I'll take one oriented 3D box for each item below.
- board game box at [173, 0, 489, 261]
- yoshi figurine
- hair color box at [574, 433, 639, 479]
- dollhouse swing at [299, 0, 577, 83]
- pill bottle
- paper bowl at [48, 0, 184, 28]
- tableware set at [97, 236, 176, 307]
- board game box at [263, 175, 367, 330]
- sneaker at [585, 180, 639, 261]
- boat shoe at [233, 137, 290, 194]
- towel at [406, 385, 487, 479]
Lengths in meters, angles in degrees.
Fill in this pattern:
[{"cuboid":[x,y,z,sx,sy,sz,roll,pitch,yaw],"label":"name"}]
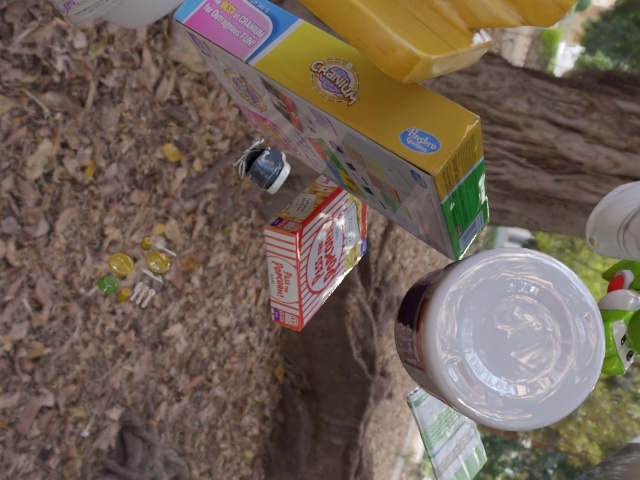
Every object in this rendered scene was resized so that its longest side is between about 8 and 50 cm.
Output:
[{"cuboid":[0.022,-0.119,0.687,0.064,0.316,0.242,-52,157,-6],"label":"board game box"},{"cuboid":[0.589,0.103,1.111,0.362,0.203,0.203,-39,163,-34],"label":"yoshi figurine"},{"cuboid":[0.414,0.315,0.571,0.185,0.374,0.114,-11,106,-38],"label":"hair color box"},{"cuboid":[0.063,-0.230,0.305,0.347,0.315,0.305,-44,-168,41],"label":"dollhouse swing"},{"cuboid":[0.111,0.067,0.473,0.193,0.108,0.108,104,4,-83],"label":"pill bottle"},{"cuboid":[-0.224,-0.383,0.827,0.148,0.284,0.284,46,56,-37],"label":"paper bowl"},{"cuboid":[-0.342,0.054,1.229,0.024,0.104,0.154,-47,-164,42],"label":"tableware set"},{"cuboid":[0.000,0.000,0.853,0.193,0.045,0.147,-47,144,-45],"label":"board game box"},{"cuboid":[0.433,-0.057,0.721,0.169,0.292,0.108,-164,-126,-75],"label":"sneaker"},{"cuboid":[-0.128,-0.158,1.383,0.095,0.079,0.254,-51,-161,9],"label":"boat shoe"},{"cuboid":[0.163,0.248,0.860,0.113,0.023,0.152,-25,98,-46],"label":"towel"}]
